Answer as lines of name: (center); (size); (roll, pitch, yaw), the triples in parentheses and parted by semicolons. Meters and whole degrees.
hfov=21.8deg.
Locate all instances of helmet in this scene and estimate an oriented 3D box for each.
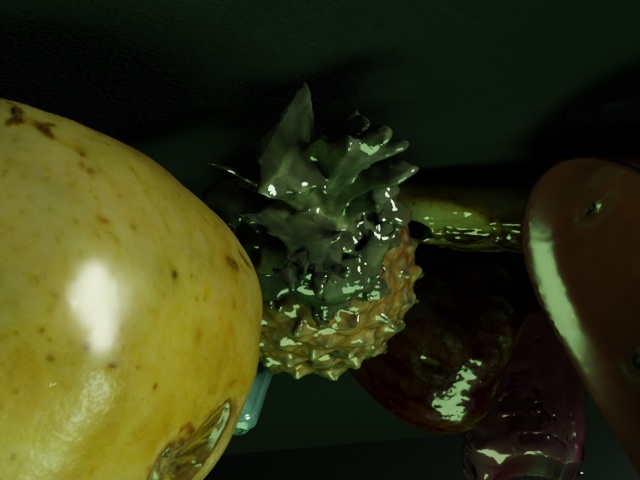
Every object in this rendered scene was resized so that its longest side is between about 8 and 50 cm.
helmet: (0.337, 0.056, 1.162); (0.230, 0.385, 0.337); (-33, -153, -16)

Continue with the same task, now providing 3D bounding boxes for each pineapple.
pineapple: (0.000, 0.000, 1.144); (0.169, 0.169, 0.340); (-2, 166, -5)

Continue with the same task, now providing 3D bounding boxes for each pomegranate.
pomegranate: (-0.203, 0.059, 1.021); (0.332, 0.333, 0.332); (-3, 167, -1)

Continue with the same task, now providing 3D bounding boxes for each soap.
soap: (0.201, 0.145, 1.683); (0.127, 0.220, 0.325); (0, 166, 3)

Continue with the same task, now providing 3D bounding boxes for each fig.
fig: (0.053, 0.063, 1.492); (0.274, 0.170, 0.145); (21, -152, 23)

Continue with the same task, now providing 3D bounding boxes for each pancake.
pancake: (0.195, -0.018, 1.337); (0.212, 0.056, 0.257); (-2, 177, 27)

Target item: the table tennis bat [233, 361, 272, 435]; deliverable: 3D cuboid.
table tennis bat: (-0.037, 0.069, 1.353); (0.153, 0.244, 0.040); (15, 128, 9)
